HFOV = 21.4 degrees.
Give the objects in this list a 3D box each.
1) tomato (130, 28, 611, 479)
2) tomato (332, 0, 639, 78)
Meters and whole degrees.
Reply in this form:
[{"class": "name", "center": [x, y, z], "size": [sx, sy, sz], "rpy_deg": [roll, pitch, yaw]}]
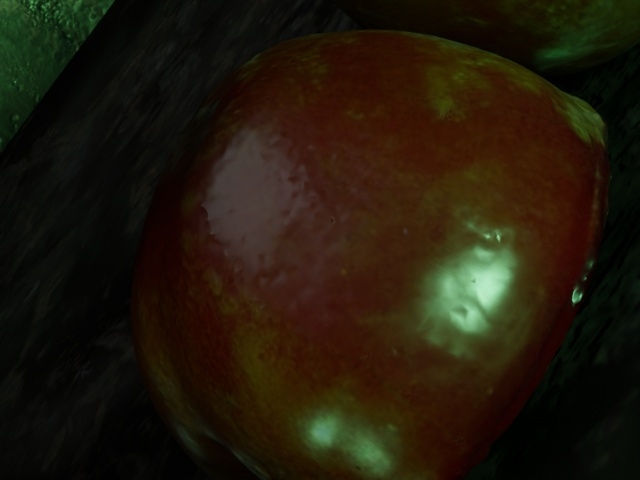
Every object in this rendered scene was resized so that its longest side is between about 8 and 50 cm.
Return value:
[{"class": "tomato", "center": [0.000, 0.000, 0.673], "size": [0.233, 0.139, 0.200], "rpy_deg": [-13, 45, 62]}, {"class": "tomato", "center": [0.087, -0.210, 0.722], "size": [0.270, 0.222, 0.270], "rpy_deg": [-49, 19, 23]}]
